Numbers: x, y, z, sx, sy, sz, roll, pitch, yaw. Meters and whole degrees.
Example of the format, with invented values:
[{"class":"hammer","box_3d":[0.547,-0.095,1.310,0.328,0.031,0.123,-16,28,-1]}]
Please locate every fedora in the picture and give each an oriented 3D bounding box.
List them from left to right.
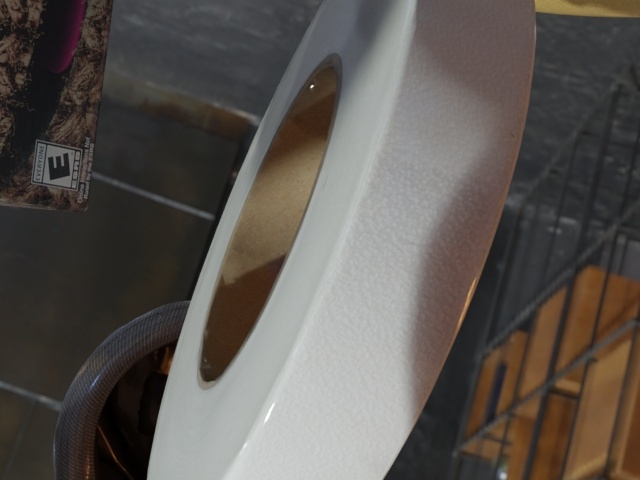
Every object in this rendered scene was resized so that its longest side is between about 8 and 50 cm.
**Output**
[{"class":"fedora","box_3d":[-0.133,0.177,1.179,0.124,0.243,0.275,28,135,61]}]

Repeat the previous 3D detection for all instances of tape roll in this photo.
[{"class":"tape roll","box_3d":[0.000,0.000,0.751,0.072,0.392,0.392,21,160,-12]}]

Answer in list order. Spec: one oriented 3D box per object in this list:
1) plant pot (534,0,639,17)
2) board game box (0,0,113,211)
[{"class":"plant pot","box_3d":[0.276,-0.303,1.198,0.254,0.237,0.237,-10,150,23]},{"class":"board game box","box_3d":[-0.249,-0.146,0.630,0.141,0.232,0.291,5,178,33]}]
